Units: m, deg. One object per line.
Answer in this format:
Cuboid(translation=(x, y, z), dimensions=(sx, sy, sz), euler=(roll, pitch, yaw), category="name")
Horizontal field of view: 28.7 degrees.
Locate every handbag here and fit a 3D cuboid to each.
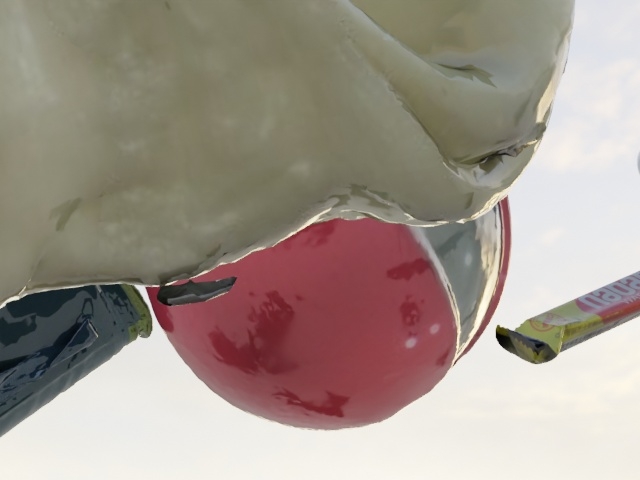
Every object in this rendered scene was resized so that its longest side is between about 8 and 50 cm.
Cuboid(translation=(-0.320, 0.043, 1.102), dimensions=(0.222, 0.241, 0.263), euler=(13, -49, 55), category="handbag")

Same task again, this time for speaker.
Cuboid(translation=(0.000, 0.000, 0.953), dimensions=(0.294, 0.294, 0.294), euler=(-1, -26, -1), category="speaker")

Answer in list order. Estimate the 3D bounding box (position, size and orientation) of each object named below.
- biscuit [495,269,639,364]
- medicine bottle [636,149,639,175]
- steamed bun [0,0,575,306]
Cuboid(translation=(0.232, 0.027, 0.823), dimensions=(0.292, 0.026, 0.048), euler=(-19, 26, -33), category="biscuit")
Cuboid(translation=(0.414, -0.157, 1.209), dimensions=(0.134, 0.133, 0.274), euler=(4, -47, -11), category="medicine bottle")
Cuboid(translation=(-0.073, -0.136, 0.496), dimensions=(0.347, 0.394, 0.237), euler=(11, -56, 39), category="steamed bun")
